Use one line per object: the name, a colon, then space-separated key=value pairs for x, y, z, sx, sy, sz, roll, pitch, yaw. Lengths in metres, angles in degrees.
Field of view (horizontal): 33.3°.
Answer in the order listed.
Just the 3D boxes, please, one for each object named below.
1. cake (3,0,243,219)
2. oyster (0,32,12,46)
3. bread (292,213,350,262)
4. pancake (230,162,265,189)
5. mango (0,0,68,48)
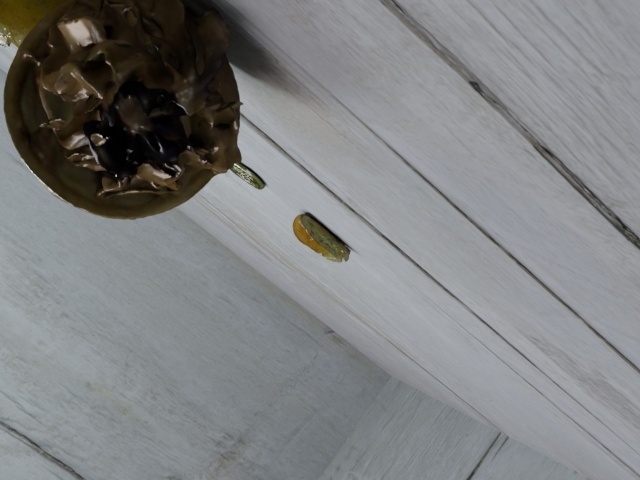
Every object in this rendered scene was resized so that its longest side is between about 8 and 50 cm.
cake: x=-0.259 y=-0.186 z=1.434 sx=0.332 sy=0.332 sz=0.321 roll=38 pitch=170 yaw=-12
oyster: x=-0.528 y=-0.418 z=1.829 sx=0.166 sy=0.094 sz=0.294 roll=22 pitch=158 yaw=-31
bread: x=-0.017 y=-0.015 z=2.320 sx=0.154 sy=0.054 sz=0.136 roll=28 pitch=166 yaw=33
pancake: x=-0.164 y=-0.145 z=2.311 sx=0.108 sy=0.017 sz=0.108 roll=34 pitch=168 yaw=8
mango: x=-0.378 y=-0.322 z=1.661 sx=0.329 sy=0.175 sz=0.176 roll=37 pitch=140 yaw=-10
